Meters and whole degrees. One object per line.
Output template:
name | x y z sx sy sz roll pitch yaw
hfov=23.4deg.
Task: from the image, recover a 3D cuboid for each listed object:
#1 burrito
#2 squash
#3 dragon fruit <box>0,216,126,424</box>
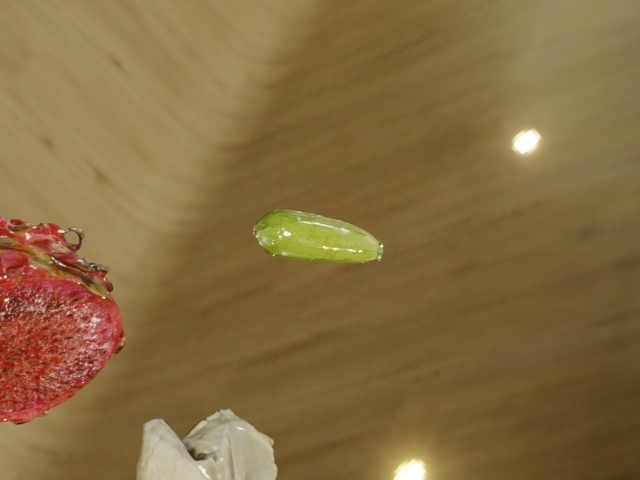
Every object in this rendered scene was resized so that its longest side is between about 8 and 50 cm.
burrito | -0.125 0.365 1.765 0.135 0.190 0.332 13 -82 57
squash | 0.000 0.000 2.084 0.066 0.201 0.066 -24 -119 53
dragon fruit | -0.518 0.115 2.498 0.370 0.386 0.249 -14 -128 -15
